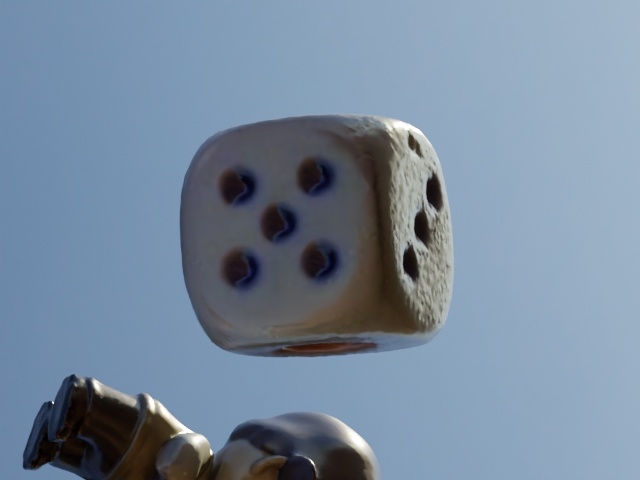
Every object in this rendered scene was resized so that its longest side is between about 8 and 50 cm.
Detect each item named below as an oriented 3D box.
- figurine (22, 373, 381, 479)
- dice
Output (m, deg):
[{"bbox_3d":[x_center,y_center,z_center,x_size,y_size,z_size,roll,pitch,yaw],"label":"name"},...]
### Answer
[{"bbox_3d":[-0.098,0.253,1.738,0.365,0.206,0.218,14,-52,-28],"label":"figurine"},{"bbox_3d":[0.000,0.000,1.524,0.193,0.194,0.192,18,-114,-64],"label":"dice"}]
